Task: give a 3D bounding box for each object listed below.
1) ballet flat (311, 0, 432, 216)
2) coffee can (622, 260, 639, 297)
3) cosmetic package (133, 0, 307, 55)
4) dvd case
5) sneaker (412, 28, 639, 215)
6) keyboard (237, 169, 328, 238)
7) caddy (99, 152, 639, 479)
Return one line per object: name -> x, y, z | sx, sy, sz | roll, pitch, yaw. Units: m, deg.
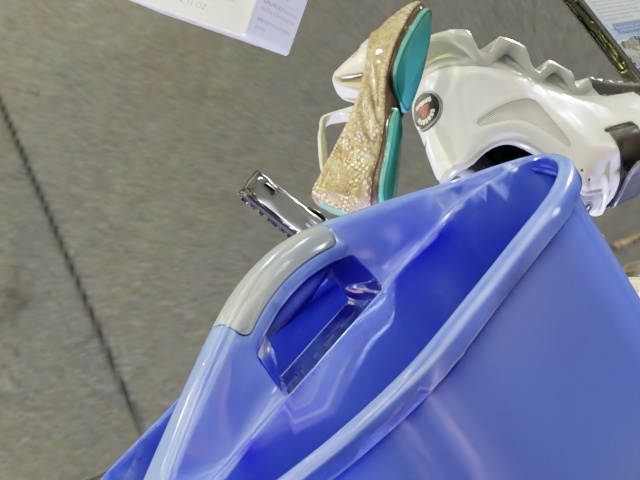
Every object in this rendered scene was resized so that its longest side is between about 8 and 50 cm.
ballet flat -> 0.036, -0.104, 1.217 | 0.067, 0.073, 0.206 | 4, 53, 17
coffee can -> 0.351, 0.190, 1.729 | 0.201, 0.201, 0.275 | 31, 74, 9
cosmetic package -> -0.089, -0.306, 1.636 | 0.151, 0.151, 0.184 | 20, 95, 15
dvd case -> 0.353, -0.249, 1.821 | 0.022, 0.180, 0.253 | -45, 72, 36
sneaker -> 0.217, -0.063, 1.357 | 0.330, 0.122, 0.146 | 11, 60, -26
keyboard -> 0.000, 0.000, 1.515 | 0.180, 0.108, 0.023 | 39, 107, -4
caddy -> 0.021, 0.082, 0.776 | 0.241, 0.341, 0.179 | -25, 104, 43
